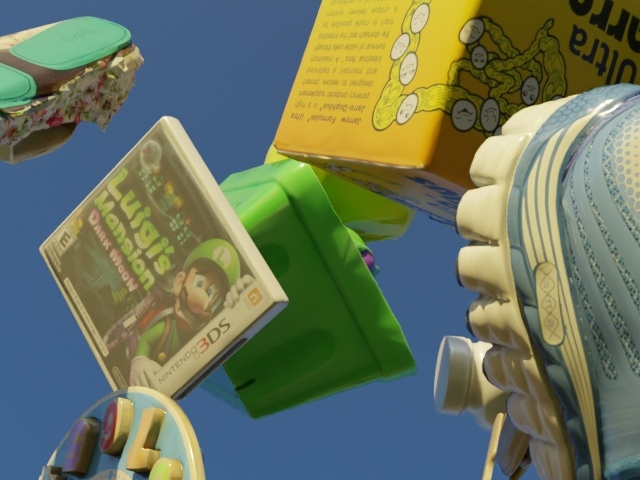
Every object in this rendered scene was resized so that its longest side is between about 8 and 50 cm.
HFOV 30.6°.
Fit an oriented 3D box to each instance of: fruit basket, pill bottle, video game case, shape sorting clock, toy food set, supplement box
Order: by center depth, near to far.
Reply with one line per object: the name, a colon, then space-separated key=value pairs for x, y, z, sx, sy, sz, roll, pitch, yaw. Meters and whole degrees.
shape sorting clock: x=-0.128 y=0.181 z=0.650 sx=0.040 sy=0.206 sz=0.206 roll=19 pitch=-63 yaw=-36
supplement box: x=0.142 y=-0.194 z=0.883 sx=0.194 sy=0.195 sz=0.356 roll=21 pitch=-94 yaw=-33
video game case: x=-0.132 y=0.026 z=0.934 sx=0.173 sy=0.022 sz=0.190 roll=-43 pitch=-115 yaw=22
toy food set: x=0.185 y=0.140 z=0.988 sx=0.039 sy=0.132 sz=0.192 roll=19 pitch=-50 yaw=4
fruit basket: x=0.000 y=0.000 z=1.274 sx=0.392 sy=0.392 sz=0.283 roll=-25 pitch=-82 yaw=20
pill bottle: x=0.246 y=0.167 z=1.355 sx=0.216 sy=0.121 sz=0.121 roll=7 pitch=-72 yaw=-4

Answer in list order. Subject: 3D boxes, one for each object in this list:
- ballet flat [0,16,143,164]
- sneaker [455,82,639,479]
ballet flat: x=-0.187 y=-0.075 z=0.677 sx=0.091 sy=0.241 sz=0.077 roll=28 pitch=-62 yaw=21
sneaker: x=0.148 y=0.104 z=0.366 sx=0.147 sy=0.130 sz=0.330 roll=-15 pitch=-89 yaw=51
